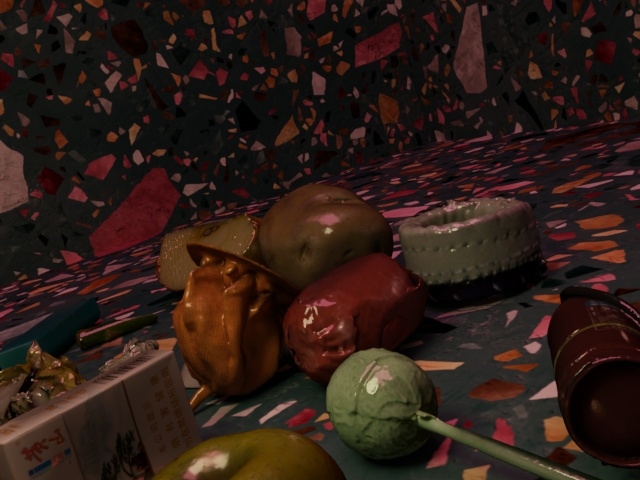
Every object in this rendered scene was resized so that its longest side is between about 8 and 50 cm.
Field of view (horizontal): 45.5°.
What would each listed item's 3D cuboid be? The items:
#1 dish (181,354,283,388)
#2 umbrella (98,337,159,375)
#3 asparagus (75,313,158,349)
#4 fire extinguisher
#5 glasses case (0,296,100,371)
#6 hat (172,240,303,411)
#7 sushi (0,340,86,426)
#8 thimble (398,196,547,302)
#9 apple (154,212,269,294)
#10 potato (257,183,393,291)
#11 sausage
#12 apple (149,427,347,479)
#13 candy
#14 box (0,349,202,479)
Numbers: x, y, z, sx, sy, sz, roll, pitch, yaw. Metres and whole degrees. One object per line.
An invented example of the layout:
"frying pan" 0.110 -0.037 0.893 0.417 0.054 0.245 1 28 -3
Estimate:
"dish" -0.153 0.178 1.273 0.191 0.066 0.190 -15 11 3
"umbrella" -0.334 0.217 1.346 0.062 0.067 0.143 -44 0 35
"asparagus" -0.447 0.192 1.679 0.178 0.041 0.045 -19 20 -24
"fire extinguisher" 0.291 0.123 0.761 0.105 0.141 0.341 -40 -4 16
"glasses case" -0.608 0.217 1.725 0.117 0.070 0.301 -19 12 12
"hat" -0.159 0.152 1.139 0.244 0.233 0.233 9 68 43
"sushi" -0.428 0.243 1.160 0.131 0.139 0.291 -33 21 -35
"thimble" 0.260 0.013 1.312 0.237 0.150 0.237 -14 11 3
"apple" -0.248 0.041 1.807 0.346 0.179 0.254 -9 0 37
"potato" 0.000 0.000 1.550 0.243 0.221 0.326 -31 26 -21
"sausage" 0.054 0.109 1.111 0.152 0.152 0.280 -8 13 35
"apple" -0.059 0.240 0.590 0.196 0.157 0.196 -15 10 3
"candy" 0.161 0.194 0.713 0.119 0.119 0.440 -23 20 -34
"box" -0.253 0.240 0.879 0.067 0.149 0.233 -9 12 43
